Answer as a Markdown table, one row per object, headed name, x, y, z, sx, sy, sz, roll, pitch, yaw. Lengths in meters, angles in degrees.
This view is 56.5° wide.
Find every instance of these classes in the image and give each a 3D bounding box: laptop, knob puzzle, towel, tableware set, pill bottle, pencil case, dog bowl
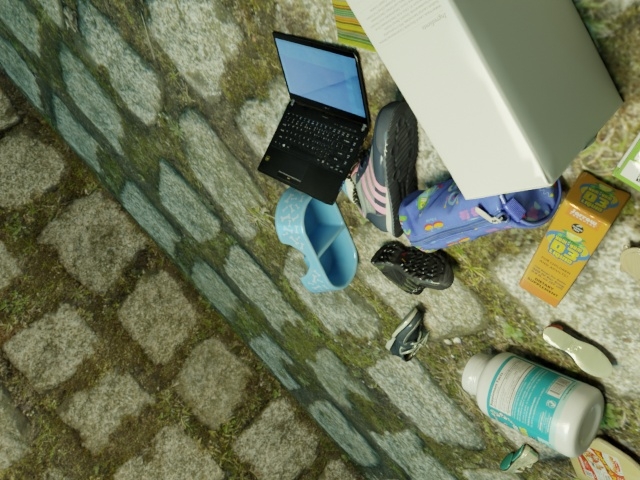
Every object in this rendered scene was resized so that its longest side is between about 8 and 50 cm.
| name | x | y | z | sx | sy | sz | roll | pitch | yaw |
| --- | --- | --- | --- | --- | --- | --- | --- | --- | --- |
| laptop | -0.035 | -0.241 | 1.175 | 0.234 | 0.264 | 0.136 | 29 | -175 | 38 |
| knob puzzle | 0.629 | 0.485 | 1.278 | 0.213 | 0.030 | 0.213 | 37 | 151 | 24 |
| towel | 0.044 | -0.420 | 0.951 | 0.102 | 0.021 | 0.237 | 25 | 146 | 37 |
| tableware set | 0.528 | 0.064 | 0.872 | 0.169 | 0.020 | 0.141 | 7 | 134 | 52 |
| pill bottle | 0.429 | 0.324 | 1.234 | 0.264 | 0.146 | 0.146 | 20 | 142 | 45 |
| pencil case | 0.253 | -0.054 | 1.005 | 0.119 | 0.133 | 0.306 | 51 | 155 | -10 |
| dog bowl | 0.000 | 0.000 | 1.443 | 0.074 | 0.166 | 0.297 | 3 | 130 | 41 |

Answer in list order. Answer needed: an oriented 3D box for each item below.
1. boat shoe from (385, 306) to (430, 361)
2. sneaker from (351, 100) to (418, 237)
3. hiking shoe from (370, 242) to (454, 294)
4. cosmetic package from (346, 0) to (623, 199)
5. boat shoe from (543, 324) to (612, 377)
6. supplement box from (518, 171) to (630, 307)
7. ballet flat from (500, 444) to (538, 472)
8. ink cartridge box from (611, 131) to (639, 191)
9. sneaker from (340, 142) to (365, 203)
| name | x | y | z | sx | sy | sz | roll | pitch | yaw |
| --- | --- | --- | --- | --- | --- | --- | --- | --- | --- |
| boat shoe | 0.224 | 0.247 | 1.500 | 0.079 | 0.095 | 0.254 | 42 | 155 | 16 |
| sneaker | 0.108 | -0.137 | 1.135 | 0.131 | 0.112 | 0.319 | 29 | 147 | 28 |
| hiking shoe | 0.217 | 0.072 | 1.310 | 0.114 | 0.086 | 0.227 | 49 | 163 | -33 |
| cosmetic package | 0.197 | -0.257 | 0.744 | 0.365 | 0.197 | 0.155 | 57 | 153 | -15 |
| boat shoe | 0.480 | 0.204 | 1.111 | 0.137 | 0.049 | 0.043 | 34 | -167 | 22 |
| supplement box | 0.391 | 0.005 | 0.937 | 0.078 | 0.080 | 0.233 | 34 | 148 | 22 |
| ballet flat | 0.518 | 0.580 | 1.552 | 0.052 | 0.057 | 0.168 | 30 | 150 | 13 |
| ink cartridge box | 0.407 | -0.166 | 0.550 | 0.097 | 0.189 | 0.255 | 39 | 152 | 21 |
| sneaker | 0.053 | -0.152 | 1.259 | 0.073 | 0.063 | 0.162 | 35 | 149 | 39 |
